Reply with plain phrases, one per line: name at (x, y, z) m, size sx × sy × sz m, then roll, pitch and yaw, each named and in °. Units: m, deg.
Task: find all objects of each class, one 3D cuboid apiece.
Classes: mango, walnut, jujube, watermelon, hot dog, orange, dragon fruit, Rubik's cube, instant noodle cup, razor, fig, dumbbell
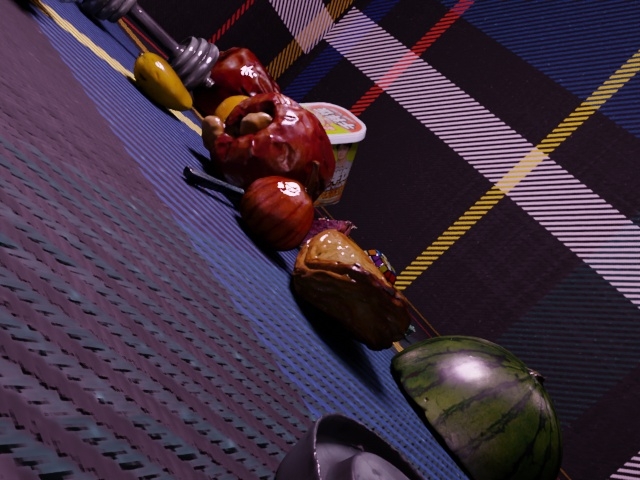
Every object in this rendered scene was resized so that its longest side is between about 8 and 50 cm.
mango at (-0.323, -0.320, 1.103) m, size 0.103 × 0.076 × 0.161 m, roll 44°, pitch 0°, yaw 26°
walnut at (-0.103, -0.156, 1.051) m, size 0.269 × 0.243 × 0.222 m, roll 50°, pitch 39°, yaw -54°
jujube at (-0.242, -0.440, 1.707) m, size 0.376 × 0.258 × 0.258 m, roll 44°, pitch 6°, yaw -36°
watermelon at (0.287, 0.273, 0.919) m, size 0.331 × 0.189 × 0.331 m, roll 51°, pitch 2°, yaw -2°
hot dog at (0.040, 0.074, 0.817) m, size 0.175 × 0.114 × 0.259 m, roll 40°, pitch 5°, yaw -14°
orange at (-0.222, -0.323, 1.483) m, size 0.154 × 0.155 × 0.134 m, roll 42°, pitch -3°, yaw -37°
dragon fruit at (0.000, 0.000, 1.152) m, size 0.147 × 0.096 × 0.102 m, roll 4°, pitch -9°, yaw 12°
Rubik's cube at (0.109, 0.084, 1.214) m, size 0.133 × 0.133 × 0.111 m, roll 48°, pitch 38°, yaw 16°
instant noodle cup at (-0.007, -0.303, 1.938) m, size 0.293 × 0.308 × 0.294 m, roll 8°, pitch 36°, yaw -6°
razor at (-0.158, -0.084, 0.846) m, size 0.066 × 0.033 × 0.190 m, roll 48°, pitch 6°, yaw 21°
fig at (-0.066, -0.058, 0.868) m, size 0.128 × 0.151 × 0.128 m, roll 21°, pitch -13°, yaw 5°
dumbbell at (-0.429, -0.542, 1.372) m, size 0.406 × 0.179 × 0.179 m, roll 42°, pitch 7°, yaw -35°

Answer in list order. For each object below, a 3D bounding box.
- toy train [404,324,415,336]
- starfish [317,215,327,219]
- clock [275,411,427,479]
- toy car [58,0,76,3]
toy train at (0.207, 0.221, 1.414) m, size 0.071 × 0.038 × 0.148 m, roll 46°, pitch 5°, yaw 28°
starfish at (0.014, 0.007, 1.414) m, size 0.295 × 0.048 × 0.231 m, roll 41°, pitch 19°, yaw -18°
clock at (0.056, 0.204, 0.323) m, size 0.215 × 0.042 × 0.215 m, roll 46°, pitch 6°, yaw -6°
toy car at (-0.444, -0.472, 0.811) m, size 0.212 × 0.180 × 0.270 m, roll 56°, pitch 0°, yaw -26°
